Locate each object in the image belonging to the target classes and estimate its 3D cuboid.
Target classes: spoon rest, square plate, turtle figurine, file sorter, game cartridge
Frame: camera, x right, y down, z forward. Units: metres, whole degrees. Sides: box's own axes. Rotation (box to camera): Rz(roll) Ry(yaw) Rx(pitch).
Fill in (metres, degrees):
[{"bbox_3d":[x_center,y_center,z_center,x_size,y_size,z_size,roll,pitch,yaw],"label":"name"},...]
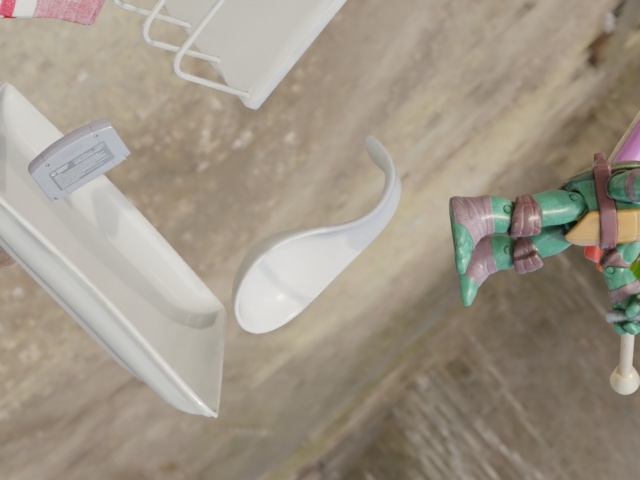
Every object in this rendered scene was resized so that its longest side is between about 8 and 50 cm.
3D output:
[{"bbox_3d":[0.000,0.000,1.826,0.276,0.084,0.137,-48,146,-12],"label":"spoon rest"},{"bbox_3d":[-0.225,0.005,1.508,0.049,0.347,0.344,-41,-168,8],"label":"square plate"},{"bbox_3d":[0.217,-0.006,1.163,0.234,0.118,0.175,-7,137,7],"label":"turtle figurine"},{"bbox_3d":[-0.137,-0.320,1.744,0.193,0.277,0.173,-49,152,19],"label":"file sorter"},{"bbox_3d":[-0.213,-0.072,1.362,0.083,0.017,0.056,-32,148,-3],"label":"game cartridge"}]

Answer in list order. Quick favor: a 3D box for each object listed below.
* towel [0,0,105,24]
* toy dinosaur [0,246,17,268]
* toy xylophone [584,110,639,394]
[{"bbox_3d":[-0.259,-0.241,1.141,0.329,0.037,0.237,-10,151,-41],"label":"towel"},{"bbox_3d":[-0.426,-0.028,2.058,0.200,0.127,0.295,-2,112,-64],"label":"toy dinosaur"},{"bbox_3d":[0.314,0.002,1.449,0.236,0.081,0.322,-52,155,-20],"label":"toy xylophone"}]
